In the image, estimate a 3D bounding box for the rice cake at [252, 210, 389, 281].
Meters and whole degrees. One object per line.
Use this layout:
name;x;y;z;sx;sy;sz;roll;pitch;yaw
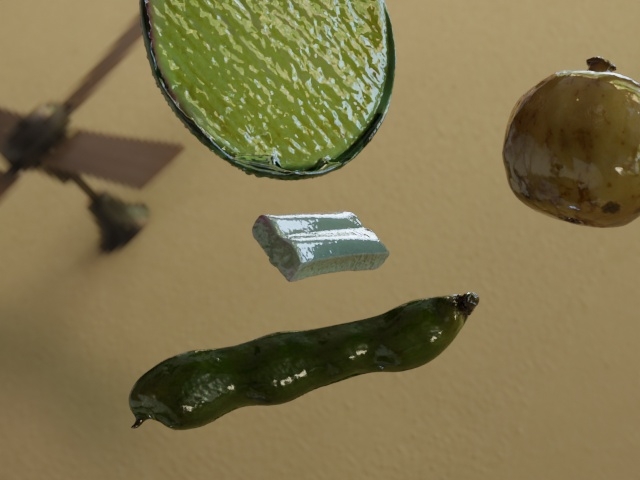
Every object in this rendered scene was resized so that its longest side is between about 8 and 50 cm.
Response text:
rice cake;0.000;0.001;1.770;0.080;0.221;0.042;49;-68;16

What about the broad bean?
broad bean;-0.011;0.085;1.146;0.256;0.053;0.052;-15;-112;-2

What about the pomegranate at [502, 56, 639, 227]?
pomegranate;0.338;-0.122;2.041;0.215;0.215;0.215;-27;-145;21

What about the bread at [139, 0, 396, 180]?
bread;-0.038;-0.154;1.221;0.033;0.228;0.228;-20;-144;54
